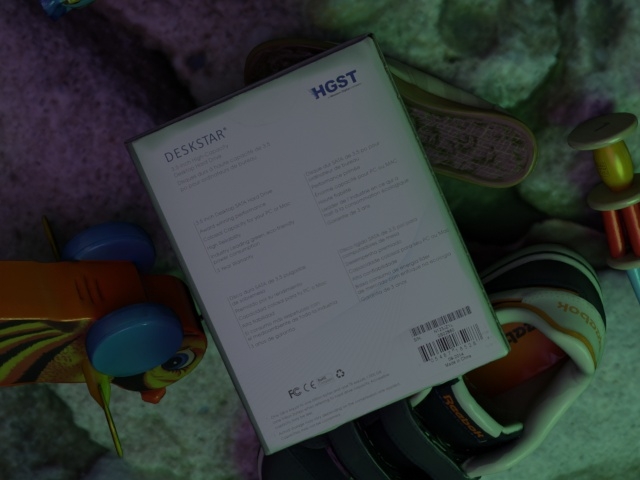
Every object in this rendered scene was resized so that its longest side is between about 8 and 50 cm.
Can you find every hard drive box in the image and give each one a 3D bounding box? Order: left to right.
[{"bbox_3d":[0.000,0.000,1.095,0.181,0.089,0.232,-23,95,5],"label":"hard drive box"}]

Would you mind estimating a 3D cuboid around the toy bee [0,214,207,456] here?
[{"bbox_3d":[-0.146,0.077,1.198,0.298,0.195,0.162,11,138,-12],"label":"toy bee"}]

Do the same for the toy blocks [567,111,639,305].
[{"bbox_3d":[0.260,-0.028,1.178,0.123,0.054,0.148,-17,111,12],"label":"toy blocks"}]

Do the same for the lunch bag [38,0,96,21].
[{"bbox_3d":[-0.147,-0.322,1.036,0.221,0.138,0.293,-29,98,-4],"label":"lunch bag"}]

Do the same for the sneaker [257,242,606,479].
[{"bbox_3d":[0.074,0.127,1.222,0.321,0.127,0.126,-39,107,19],"label":"sneaker"}]

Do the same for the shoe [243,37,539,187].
[{"bbox_3d":[0.049,-0.091,1.165,0.219,0.058,0.076,20,104,-3],"label":"shoe"}]
